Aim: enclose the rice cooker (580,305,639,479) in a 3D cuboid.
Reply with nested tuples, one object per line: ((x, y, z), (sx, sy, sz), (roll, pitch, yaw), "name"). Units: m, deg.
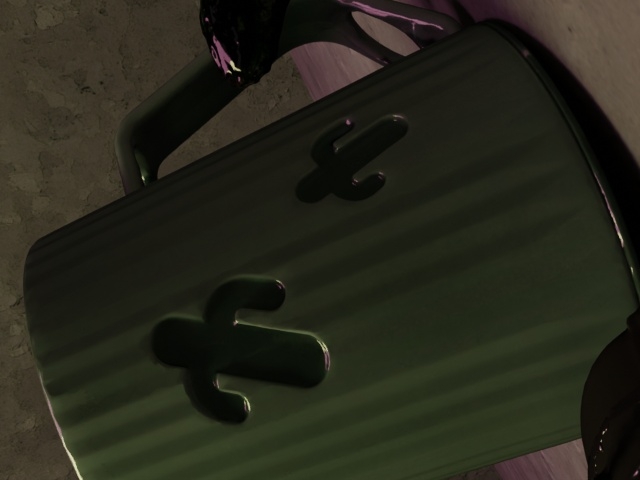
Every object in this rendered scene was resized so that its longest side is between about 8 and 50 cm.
((0.197, 0.112, 0.440), (0.118, 0.142, 0.203), (-101, -10, -51), "rice cooker")

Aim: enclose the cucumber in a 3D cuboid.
((-0.048, -0.261, 0.652), (0.081, 0.072, 0.304), (-125, 39, -73), "cucumber")

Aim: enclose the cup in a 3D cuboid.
((0.007, 0.020, 0.730), (0.401, 0.392, 0.310), (-112, 1, -51), "cup")
